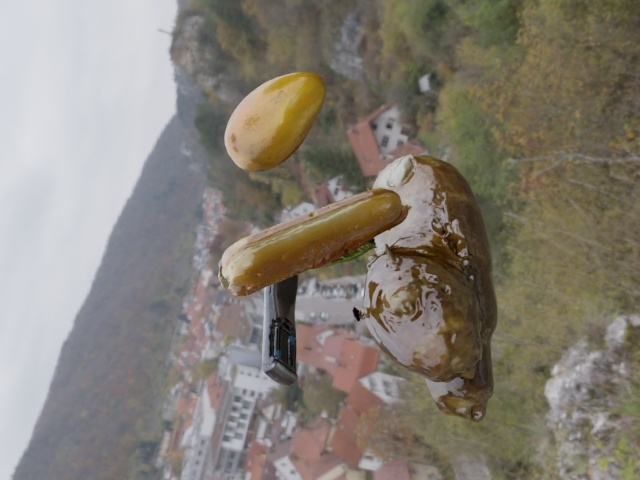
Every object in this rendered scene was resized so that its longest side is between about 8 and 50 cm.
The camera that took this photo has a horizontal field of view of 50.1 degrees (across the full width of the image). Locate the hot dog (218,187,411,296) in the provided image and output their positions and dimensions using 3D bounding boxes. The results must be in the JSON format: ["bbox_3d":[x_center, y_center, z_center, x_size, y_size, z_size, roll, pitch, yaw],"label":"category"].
[{"bbox_3d":[0.000,0.000,0.752,0.062,0.235,0.092,64,164,11],"label":"hot dog"}]

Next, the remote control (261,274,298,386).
[{"bbox_3d":[-0.052,0.091,0.906,0.028,0.059,0.212,-29,41,27],"label":"remote control"}]

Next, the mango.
[{"bbox_3d":[-0.031,-0.088,0.498,0.089,0.060,0.046,-41,-36,-5],"label":"mango"}]

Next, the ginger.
[{"bbox_3d":[0.144,0.024,0.957,0.254,0.176,0.418,45,-146,-49],"label":"ginger"}]
